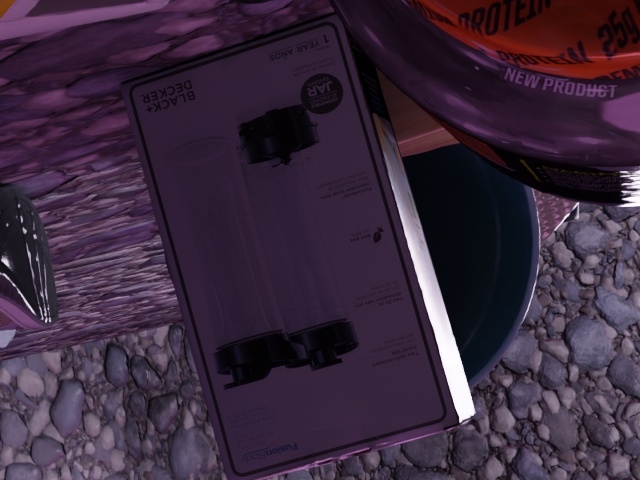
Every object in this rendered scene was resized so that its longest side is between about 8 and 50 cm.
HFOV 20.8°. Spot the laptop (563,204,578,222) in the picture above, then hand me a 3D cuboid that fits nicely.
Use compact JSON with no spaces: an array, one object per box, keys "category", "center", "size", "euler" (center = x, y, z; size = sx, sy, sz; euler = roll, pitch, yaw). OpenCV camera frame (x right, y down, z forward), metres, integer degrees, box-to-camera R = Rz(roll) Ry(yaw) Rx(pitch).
[{"category":"laptop","center":[0.182,-0.080,1.713],"size":[0.234,0.137,0.264],"euler":[-15,175,-17]}]

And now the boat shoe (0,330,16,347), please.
[{"category":"boat shoe","center":[-0.362,0.039,1.636],"size":[0.094,0.109,0.302],"euler":[-1,168,8]}]

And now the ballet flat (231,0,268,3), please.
[{"category":"ballet flat","center":[0.013,-0.159,0.916],"size":[0.173,0.057,0.049],"euler":[-12,-146,-32]}]

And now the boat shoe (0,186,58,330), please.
[{"category":"boat shoe","center":[-0.304,0.017,1.435],"size":[0.103,0.118,0.320],"euler":[-11,172,12]}]

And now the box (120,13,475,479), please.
[{"category":"box","center":[-0.015,0.010,1.206],"size":[0.169,0.290,0.087],"euler":[-18,174,11]}]

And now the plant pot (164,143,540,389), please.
[{"category":"plant pot","center":[0.000,0.000,1.451],"size":[0.271,0.272,0.255],"euler":[-14,-173,-25]}]

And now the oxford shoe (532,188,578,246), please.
[{"category":"oxford shoe","center":[0.099,0.000,1.634],"size":[0.169,0.130,0.449],"euler":[5,137,-37]}]

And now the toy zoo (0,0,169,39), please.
[{"category":"toy zoo","center":[-0.121,-0.135,0.768],"size":[0.192,0.030,0.293],"euler":[-13,174,-30]}]

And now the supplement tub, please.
[{"category":"supplement tub","center":[0.108,-0.122,0.632],"size":[0.207,0.207,0.338],"euler":[-17,175,9]}]

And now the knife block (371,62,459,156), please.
[{"category":"knife block","center":[0.144,-0.139,1.240],"size":[0.275,0.088,0.242],"euler":[-13,173,-27]}]
